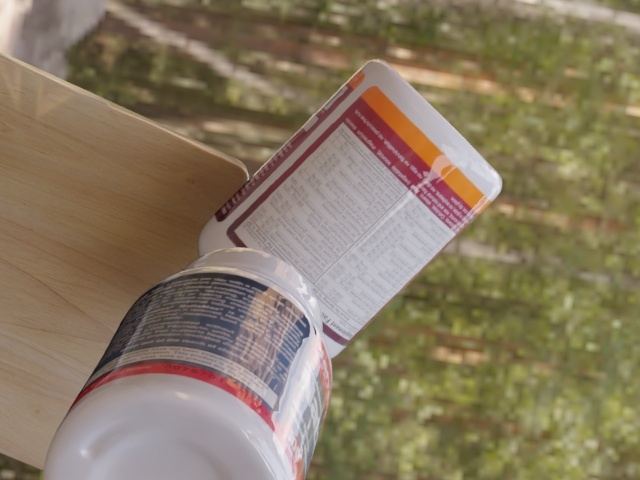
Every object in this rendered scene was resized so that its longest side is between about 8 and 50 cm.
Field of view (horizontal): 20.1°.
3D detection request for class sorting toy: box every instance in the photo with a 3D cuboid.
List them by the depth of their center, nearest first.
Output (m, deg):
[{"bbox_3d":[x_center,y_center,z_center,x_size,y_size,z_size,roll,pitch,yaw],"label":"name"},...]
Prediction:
[{"bbox_3d":[-0.218,0.002,1.255,0.255,0.257,0.089,-64,-171,13],"label":"sorting toy"}]

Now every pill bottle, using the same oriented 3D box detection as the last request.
[{"bbox_3d":[-0.051,0.073,0.821,0.180,0.108,0.108,-69,173,-65],"label":"pill bottle"},{"bbox_3d":[0.000,0.000,1.153,0.221,0.121,0.121,-45,-165,5],"label":"pill bottle"}]
